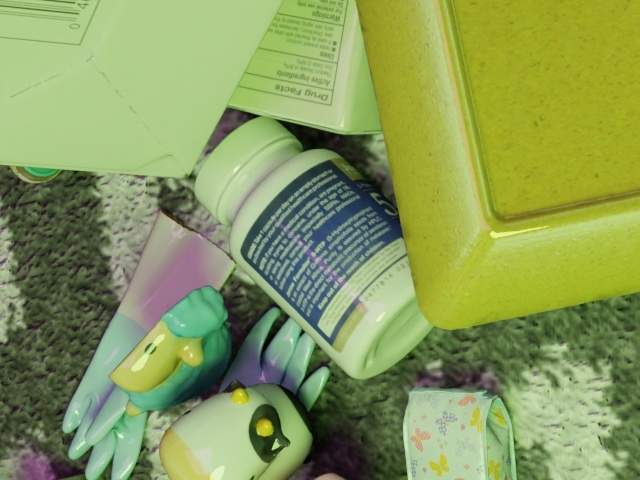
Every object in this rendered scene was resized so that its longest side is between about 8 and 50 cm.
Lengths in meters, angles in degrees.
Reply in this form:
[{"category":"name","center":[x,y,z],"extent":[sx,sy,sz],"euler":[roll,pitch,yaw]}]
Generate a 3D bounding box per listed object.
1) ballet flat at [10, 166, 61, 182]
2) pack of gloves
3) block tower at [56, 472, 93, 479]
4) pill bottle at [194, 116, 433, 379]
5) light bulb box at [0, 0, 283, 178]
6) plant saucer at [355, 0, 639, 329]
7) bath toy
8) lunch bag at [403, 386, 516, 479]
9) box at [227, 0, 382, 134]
[{"category":"ballet flat","center":[-0.234,-0.156,1.503],"extent":[0.079,0.077,0.221],"euler":[1,89,48]},{"category":"pack of gloves","center":[-0.109,0.125,1.460],"extent":[0.195,0.046,0.232],"euler":[34,109,24]},{"category":"block tower","center":[-0.129,0.337,1.458],"extent":[0.335,0.091,0.097],"euler":[47,113,19]},{"category":"pill bottle","center":[0.000,0.000,1.351],"extent":[0.186,0.112,0.112],"euler":[44,113,19]},{"category":"light bulb box","center":[-0.160,-0.292,1.231],"extent":[0.358,0.225,0.361],"euler":[-57,40,42]},{"category":"plant saucer","center":[0.193,-0.135,1.177],"extent":[0.333,0.081,0.333],"euler":[-12,87,5]},{"category":"bath toy","center":[-0.001,0.195,1.330],"extent":[0.348,0.151,0.129],"euler":[48,122,11]},{"category":"lunch bag","center":[0.100,0.146,1.338],"extent":[0.071,0.053,0.083],"euler":[-2,102,32]},{"category":"box","center":[0.010,-0.239,1.323],"extent":[0.148,0.121,0.311],"euler":[16,101,28]}]
